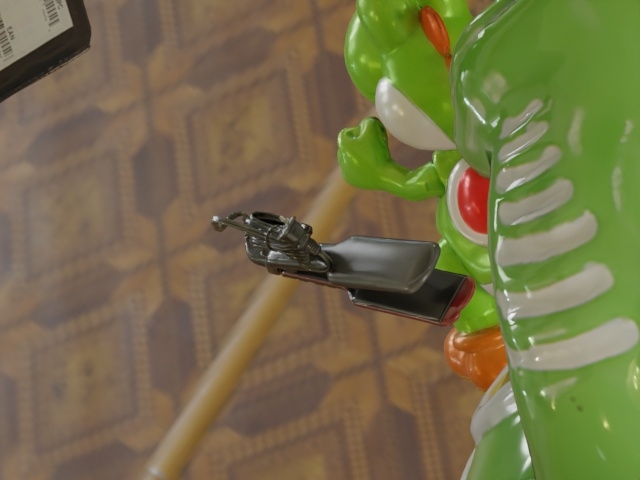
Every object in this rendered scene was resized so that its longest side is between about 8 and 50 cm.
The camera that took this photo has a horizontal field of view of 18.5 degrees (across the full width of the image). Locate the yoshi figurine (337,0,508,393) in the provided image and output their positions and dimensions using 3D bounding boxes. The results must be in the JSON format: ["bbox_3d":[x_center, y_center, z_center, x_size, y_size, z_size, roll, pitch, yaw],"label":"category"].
[{"bbox_3d":[0.122,-0.072,1.621,0.203,0.362,0.203,-4,25,44],"label":"yoshi figurine"}]

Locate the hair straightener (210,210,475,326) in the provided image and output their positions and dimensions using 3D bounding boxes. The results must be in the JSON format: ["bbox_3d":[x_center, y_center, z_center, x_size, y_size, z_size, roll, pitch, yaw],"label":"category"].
[{"bbox_3d":[0.000,0.000,1.334,0.230,0.089,0.047,19,69,49],"label":"hair straightener"}]

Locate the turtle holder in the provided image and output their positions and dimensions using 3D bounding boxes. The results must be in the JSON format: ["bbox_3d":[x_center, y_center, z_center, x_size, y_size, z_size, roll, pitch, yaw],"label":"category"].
[{"bbox_3d":[0.135,0.082,0.593,0.243,0.320,0.227,-52,15,43],"label":"turtle holder"}]

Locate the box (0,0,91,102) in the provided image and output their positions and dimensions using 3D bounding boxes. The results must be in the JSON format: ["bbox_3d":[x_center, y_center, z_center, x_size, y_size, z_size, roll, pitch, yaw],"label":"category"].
[{"bbox_3d":[-0.246,-0.254,0.679,0.097,0.395,0.318,-36,42,-27],"label":"box"}]
